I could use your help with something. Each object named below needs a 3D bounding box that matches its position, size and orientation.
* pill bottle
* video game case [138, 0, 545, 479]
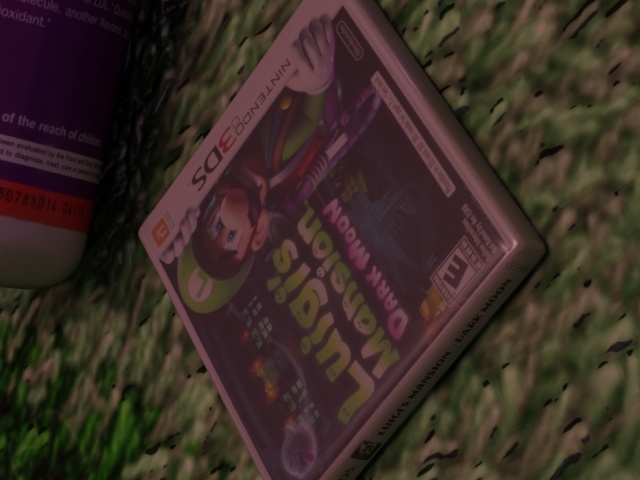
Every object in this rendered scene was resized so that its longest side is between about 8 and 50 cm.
[{"bbox_3d":[-0.178,-0.145,0.969,0.181,0.181,0.323,11,88,48],"label":"pill bottle"},{"bbox_3d":[0.000,0.000,0.856,0.173,0.022,0.190,-53,47,25],"label":"video game case"}]
